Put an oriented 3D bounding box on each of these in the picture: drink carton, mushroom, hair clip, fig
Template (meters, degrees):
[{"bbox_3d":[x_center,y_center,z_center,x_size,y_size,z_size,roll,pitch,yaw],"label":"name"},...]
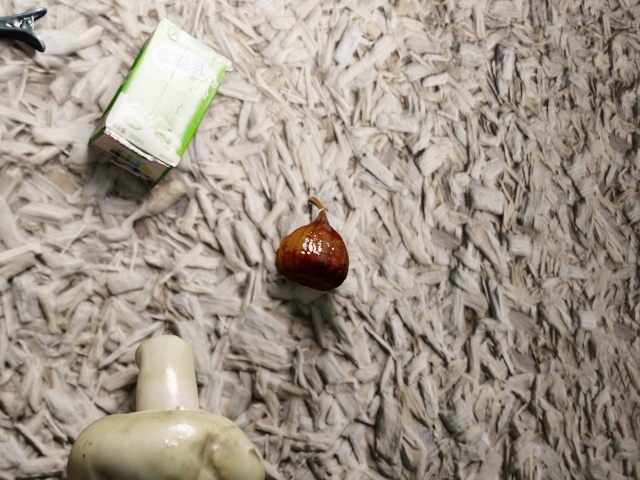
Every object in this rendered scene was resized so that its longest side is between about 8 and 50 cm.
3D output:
[{"bbox_3d":[-0.296,-0.257,1.584,0.161,0.108,0.271,31,67,-20],"label":"drink carton"},{"bbox_3d":[-0.264,0.363,1.393,0.315,0.356,0.315,-10,112,-28],"label":"mushroom"},{"bbox_3d":[-0.617,-0.388,1.468,0.275,0.048,0.083,4,82,-28],"label":"hair clip"},{"bbox_3d":[0.000,0.000,1.693,0.146,0.134,0.201,36,56,-29],"label":"fig"}]
